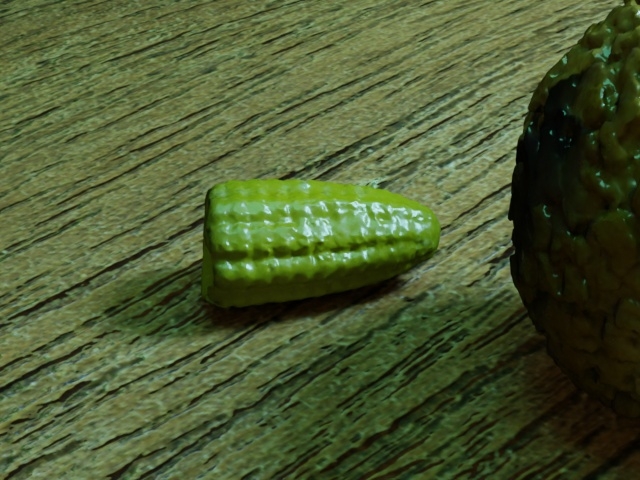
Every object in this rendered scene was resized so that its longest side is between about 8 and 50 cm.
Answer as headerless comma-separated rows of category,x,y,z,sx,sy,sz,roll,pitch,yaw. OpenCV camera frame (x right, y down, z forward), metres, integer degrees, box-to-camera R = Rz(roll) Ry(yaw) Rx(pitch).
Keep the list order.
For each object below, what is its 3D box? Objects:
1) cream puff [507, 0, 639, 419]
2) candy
cream puff,0.253,-0.027,1.238,0.231,0.327,0.343,6,13,-8
candy,0.000,0.000,1.437,0.198,0.094,0.106,-3,66,-12
